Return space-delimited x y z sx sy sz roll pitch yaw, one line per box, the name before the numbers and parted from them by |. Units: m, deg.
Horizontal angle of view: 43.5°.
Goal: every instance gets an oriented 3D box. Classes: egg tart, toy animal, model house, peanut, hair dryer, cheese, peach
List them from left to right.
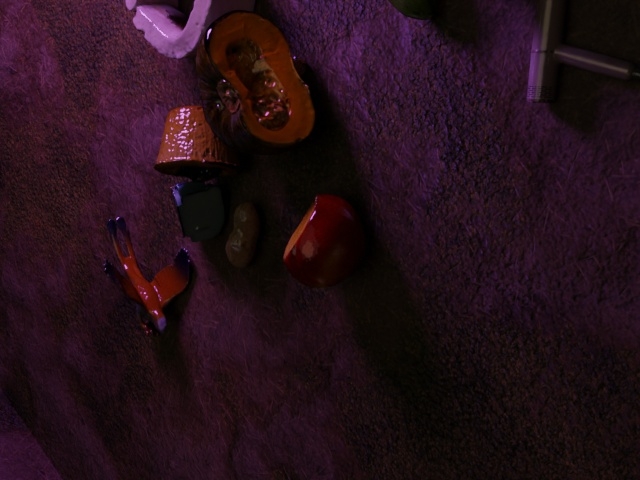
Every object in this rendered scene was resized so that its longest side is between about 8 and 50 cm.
toy animal | -0.508 0.121 2.209 0.284 0.225 0.302 32 130 52
cheese | -0.321 -0.595 1.896 0.332 0.153 0.292 39 120 28
model house | -0.320 -0.094 2.037 0.149 0.119 0.148 48 152 50
egg tart | -0.291 -0.224 1.918 0.215 0.215 0.171 -4 85 39
peanut | -0.188 -0.013 1.947 0.080 0.080 0.175 26 115 33
peach | 0.000 0.000 1.729 0.190 0.190 0.192 -17 101 40
hair dryer | 0.467 -0.329 1.372 0.220 0.053 0.195 12 105 36

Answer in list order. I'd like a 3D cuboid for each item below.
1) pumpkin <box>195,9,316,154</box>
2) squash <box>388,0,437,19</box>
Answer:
pumpkin | -0.145 -0.333 1.796 0.325 0.242 0.232 67 158 2
squash | 0.124 -0.605 1.564 0.107 0.107 0.395 -23 85 39
